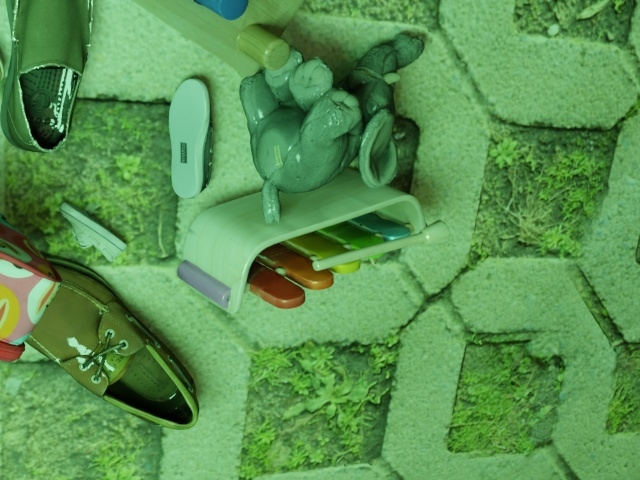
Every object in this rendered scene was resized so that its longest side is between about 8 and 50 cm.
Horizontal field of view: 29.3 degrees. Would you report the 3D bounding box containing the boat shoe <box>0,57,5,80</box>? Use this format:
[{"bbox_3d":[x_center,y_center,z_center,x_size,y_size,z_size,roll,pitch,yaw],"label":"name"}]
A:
[{"bbox_3d":[-0.378,-0.199,1.195,0.063,0.059,0.170,-32,126,17],"label":"boat shoe"}]

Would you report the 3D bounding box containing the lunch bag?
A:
[{"bbox_3d":[-0.375,0.001,1.164,0.258,0.293,0.120,25,95,-37],"label":"lunch bag"}]

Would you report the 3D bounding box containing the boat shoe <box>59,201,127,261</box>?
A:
[{"bbox_3d":[-0.264,-0.007,1.392,0.035,0.035,0.100,-51,135,-3],"label":"boat shoe"}]

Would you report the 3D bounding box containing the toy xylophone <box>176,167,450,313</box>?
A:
[{"bbox_3d":[0.000,0.000,1.435,0.323,0.236,0.081,-14,119,-29],"label":"toy xylophone"}]

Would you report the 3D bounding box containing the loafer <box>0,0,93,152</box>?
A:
[{"bbox_3d":[-0.270,-0.201,1.252,0.094,0.087,0.251,-5,116,-30],"label":"loafer"}]

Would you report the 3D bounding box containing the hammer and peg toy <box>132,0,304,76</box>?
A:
[{"bbox_3d":[-0.119,-0.336,1.217,0.361,0.127,0.266,27,99,-50],"label":"hammer and peg toy"}]

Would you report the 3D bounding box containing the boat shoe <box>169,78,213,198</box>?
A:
[{"bbox_3d":[-0.145,-0.119,1.405,0.040,0.049,0.142,-31,133,-57],"label":"boat shoe"}]

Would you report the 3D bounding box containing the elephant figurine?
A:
[{"bbox_3d":[0.031,-0.138,1.436,0.186,0.169,0.239,-39,159,30],"label":"elephant figurine"}]

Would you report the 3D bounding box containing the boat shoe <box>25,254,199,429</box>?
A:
[{"bbox_3d":[-0.248,0.121,1.422,0.110,0.104,0.307,-51,129,1],"label":"boat shoe"}]
